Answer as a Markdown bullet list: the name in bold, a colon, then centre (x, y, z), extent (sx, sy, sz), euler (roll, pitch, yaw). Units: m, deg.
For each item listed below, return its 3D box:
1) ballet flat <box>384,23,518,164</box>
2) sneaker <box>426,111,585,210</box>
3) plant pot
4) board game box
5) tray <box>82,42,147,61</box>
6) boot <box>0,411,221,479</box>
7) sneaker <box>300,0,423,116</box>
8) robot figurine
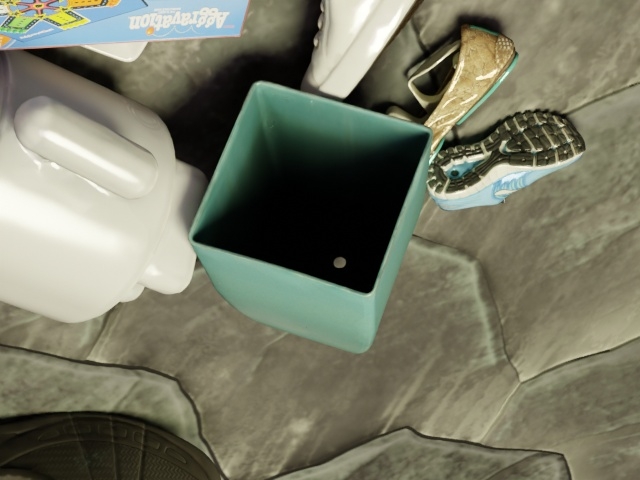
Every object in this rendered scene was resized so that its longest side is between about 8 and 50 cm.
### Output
- **ballet flat**: centre (0.099, -0.119, 1.551), extent (0.067, 0.073, 0.206), euler (34, 113, -8)
- **sneaker**: centre (0.178, -0.073, 1.623), extent (0.162, 0.063, 0.073), euler (-17, 154, -3)
- **plant pot**: centre (0.000, 0.000, 1.507), extent (0.165, 0.165, 0.234), euler (17, 158, 11)
- **board game box**: centre (-0.165, -0.220, 1.304), extent (0.281, 0.027, 0.145), euler (-9, 129, -38)
- **tray**: centre (-0.237, -0.245, 1.341), extent (0.270, 0.030, 0.145), euler (18, 121, -30)
- **boot**: centre (-0.304, 0.325, 1.735), extent (0.377, 0.138, 0.284), euler (1, 128, -15)
- **sneaker**: centre (0.035, -0.236, 1.418), extent (0.123, 0.106, 0.290), euler (34, 128, 1)
- **robot figurine**: centre (-0.262, -0.055, 1.375), extent (0.353, 0.199, 0.300), euler (23, 155, -37)
